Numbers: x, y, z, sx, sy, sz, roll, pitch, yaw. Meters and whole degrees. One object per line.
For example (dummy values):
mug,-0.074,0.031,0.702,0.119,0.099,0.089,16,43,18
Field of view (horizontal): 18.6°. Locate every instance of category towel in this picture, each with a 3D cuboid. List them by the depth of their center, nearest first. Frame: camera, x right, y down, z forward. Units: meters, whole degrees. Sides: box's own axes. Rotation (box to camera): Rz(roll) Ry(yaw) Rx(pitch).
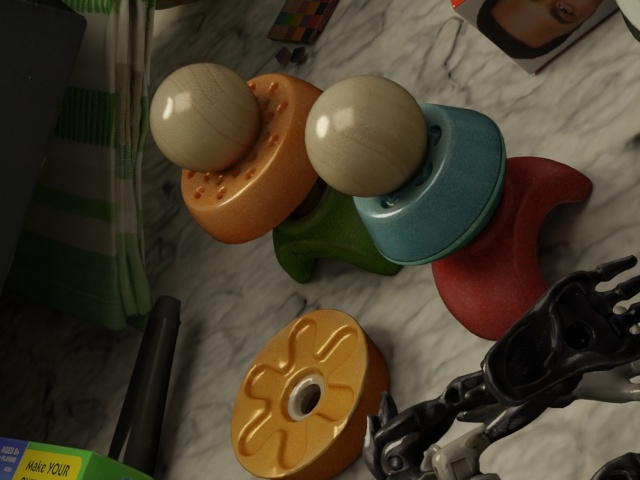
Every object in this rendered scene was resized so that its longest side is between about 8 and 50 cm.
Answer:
towel,-0.174,-0.117,1.287,0.248,0.038,0.324,16,109,54

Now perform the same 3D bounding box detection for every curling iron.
curling iron,-0.105,0.156,1.125,0.068,0.035,0.274,-18,50,35

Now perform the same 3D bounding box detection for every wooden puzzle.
wooden puzzle,-0.009,-0.151,1.286,0.049,0.006,0.083,14,74,53

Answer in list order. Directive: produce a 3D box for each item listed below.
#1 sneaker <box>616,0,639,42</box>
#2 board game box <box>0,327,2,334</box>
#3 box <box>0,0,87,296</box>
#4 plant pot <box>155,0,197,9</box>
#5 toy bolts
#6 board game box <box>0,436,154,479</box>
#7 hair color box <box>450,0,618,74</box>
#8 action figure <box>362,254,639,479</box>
sneaker,0.135,-0.242,0.841,0.169,0.257,0.447,-35,35,5
board game box,-0.324,0.070,1.431,0.165,0.042,0.243,-56,35,9
box,-0.319,-0.034,1.226,0.312,0.179,0.343,40,114,59
plant pot,-0.127,-0.273,1.380,0.205,0.205,0.188,-22,62,38
toy bolts,0.000,0.000,1.019,0.228,0.158,0.218,-11,54,45
board game box,-0.230,0.220,1.172,0.317,0.046,0.213,-3,62,57
hair color box,0.143,-0.160,1.059,0.141,0.072,0.043,-38,38,25
action figure,0.098,0.112,0.833,0.275,0.141,0.164,114,143,-69
